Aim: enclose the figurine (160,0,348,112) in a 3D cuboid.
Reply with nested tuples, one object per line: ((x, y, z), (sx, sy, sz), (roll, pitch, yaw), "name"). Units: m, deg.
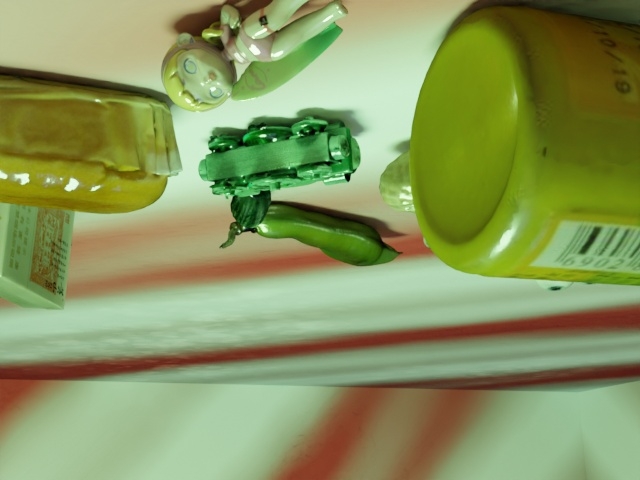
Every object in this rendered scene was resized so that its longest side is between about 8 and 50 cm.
((-0.060, -0.161, 0.903), (0.187, 0.083, 0.083), (-27, 154, 32), "figurine")

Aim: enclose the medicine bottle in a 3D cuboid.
((0.290, -0.071, 0.957), (0.384, 0.224, 0.224), (3, 165, -20), "medicine bottle")

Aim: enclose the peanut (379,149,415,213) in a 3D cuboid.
((0.149, -0.077, 1.220), (0.174, 0.080, 0.080), (-10, 164, 11), "peanut")

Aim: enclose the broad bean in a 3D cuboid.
((0.000, -0.008, 1.501), (0.325, 0.067, 0.075), (14, 128, -42), "broad bean")

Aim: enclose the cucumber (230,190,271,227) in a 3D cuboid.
((-0.081, -0.053, 1.337), (0.048, 0.048, 0.105), (1, 163, -10), "cucumber")

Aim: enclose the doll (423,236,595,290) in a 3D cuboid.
((0.271, -0.006, 1.431), (0.278, 0.119, 0.154), (8, 159, -19), "doll")

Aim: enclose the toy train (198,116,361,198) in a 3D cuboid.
((-0.041, -0.084, 1.176), (0.178, 0.071, 0.104), (-8, 172, 26), "toy train")

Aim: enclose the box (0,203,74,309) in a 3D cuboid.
((-0.357, -0.002, 1.307), (0.058, 0.141, 0.201), (1, 165, 7), "box")

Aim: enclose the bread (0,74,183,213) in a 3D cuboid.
((-0.265, -0.087, 1.062), (0.241, 0.107, 0.136), (6, 166, -27), "bread")
